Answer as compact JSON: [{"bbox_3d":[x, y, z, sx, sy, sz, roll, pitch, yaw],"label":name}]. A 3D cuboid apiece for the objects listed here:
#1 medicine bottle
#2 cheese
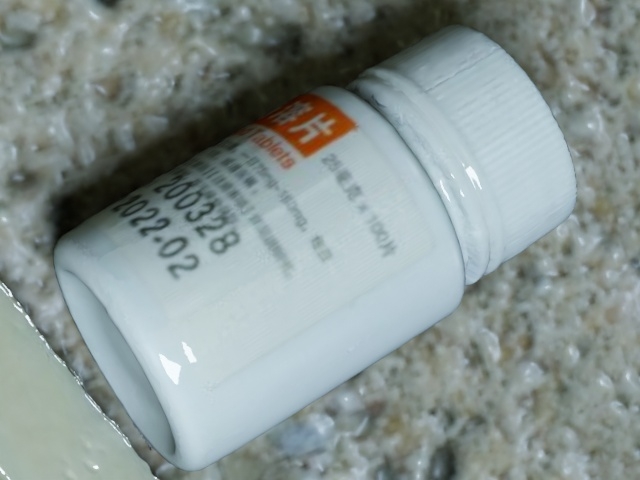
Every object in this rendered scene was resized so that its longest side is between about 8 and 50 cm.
[{"bbox_3d":[0.000,0.000,0.954,0.252,0.144,0.144,-29,99,-16],"label":"medicine bottle"},{"bbox_3d":[-0.162,0.083,0.940,0.085,0.034,0.400,-44,102,-30],"label":"cheese"}]
